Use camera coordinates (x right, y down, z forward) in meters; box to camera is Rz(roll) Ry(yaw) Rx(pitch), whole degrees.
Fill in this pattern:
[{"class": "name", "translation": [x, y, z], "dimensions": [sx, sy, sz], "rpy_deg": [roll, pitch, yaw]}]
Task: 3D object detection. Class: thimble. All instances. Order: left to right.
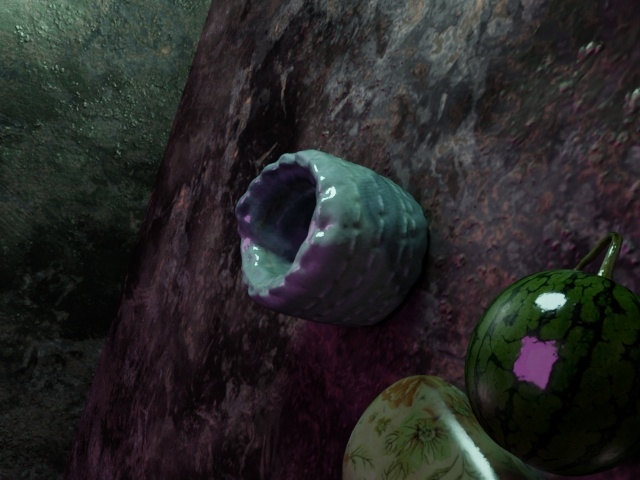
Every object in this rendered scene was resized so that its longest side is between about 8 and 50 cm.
[{"class": "thimble", "translation": [0.000, 0.000, 0.802], "dimensions": [0.250, 0.172, 0.204], "rpy_deg": [-5, 72, 58]}]

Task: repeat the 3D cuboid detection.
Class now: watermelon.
[{"class": "watermelon", "translation": [0.186, 0.075, 0.469], "dimensions": [0.141, 0.141, 0.187], "rpy_deg": [10, 77, 61]}]

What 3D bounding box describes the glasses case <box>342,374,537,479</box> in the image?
[{"class": "glasses case", "translation": [0.136, 0.273, 0.485], "dimensions": [0.156, 0.098, 0.425], "rpy_deg": [-53, 32, 11]}]
